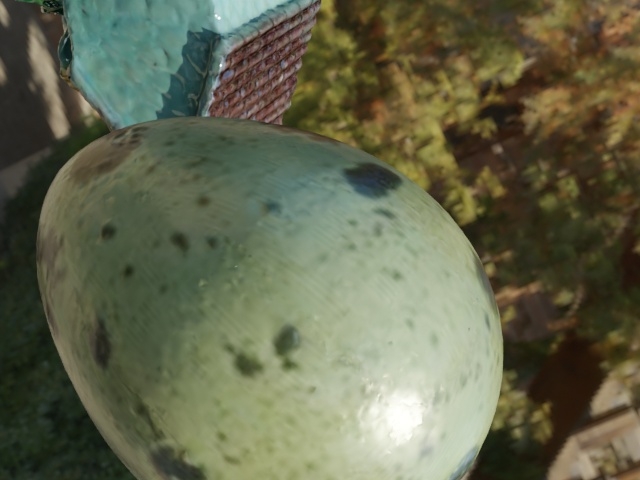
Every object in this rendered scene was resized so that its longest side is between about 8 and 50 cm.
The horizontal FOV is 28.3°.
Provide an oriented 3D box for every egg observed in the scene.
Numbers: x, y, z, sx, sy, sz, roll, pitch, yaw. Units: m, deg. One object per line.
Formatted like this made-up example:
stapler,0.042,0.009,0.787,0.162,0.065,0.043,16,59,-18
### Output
egg,-0.028,0.033,0.562,0.228,0.177,0.177,38,4,17

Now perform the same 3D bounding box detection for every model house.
model house,-0.129,-0.173,1.233,0.280,0.230,0.248,-44,130,-59
